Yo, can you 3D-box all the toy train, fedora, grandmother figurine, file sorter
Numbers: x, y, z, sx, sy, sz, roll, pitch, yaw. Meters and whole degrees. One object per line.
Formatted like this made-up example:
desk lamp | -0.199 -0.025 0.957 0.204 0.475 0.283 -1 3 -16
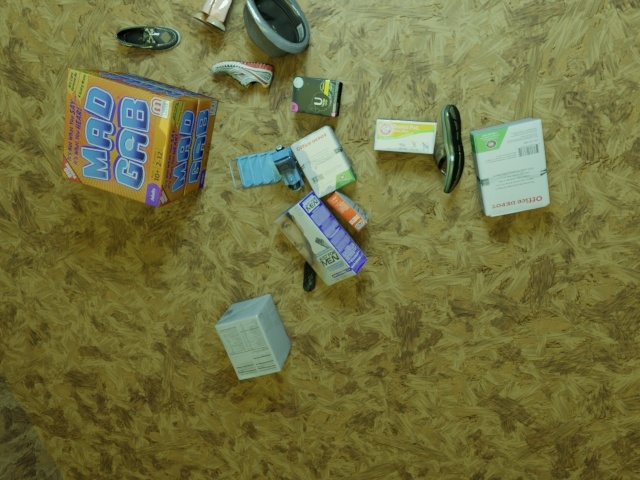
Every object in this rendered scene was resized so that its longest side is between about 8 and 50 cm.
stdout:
toy train | -0.117 -0.261 1.580 0.080 0.105 0.184 -18 130 8
fedora | -0.166 -0.723 1.423 0.275 0.244 0.124 46 139 -19
grandmother figurine | -0.301 -0.882 1.415 0.207 0.104 0.343 28 104 19
file sorter | -0.242 -0.264 1.625 0.170 0.104 0.118 -8 107 12

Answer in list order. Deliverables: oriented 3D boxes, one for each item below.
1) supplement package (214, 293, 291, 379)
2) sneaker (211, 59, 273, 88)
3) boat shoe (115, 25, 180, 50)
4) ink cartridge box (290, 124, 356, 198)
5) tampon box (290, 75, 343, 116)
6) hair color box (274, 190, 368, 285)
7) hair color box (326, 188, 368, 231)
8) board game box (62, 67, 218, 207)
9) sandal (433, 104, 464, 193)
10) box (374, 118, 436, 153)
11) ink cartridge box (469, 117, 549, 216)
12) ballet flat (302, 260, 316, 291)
supplement package | -0.274 0.401 1.799 0.198 0.199 0.263 -16 105 15
sneaker | -0.283 -0.592 1.532 0.225 0.088 0.093 8 111 7
boat shoe | -0.625 -0.733 1.553 0.227 0.069 0.081 2 109 9
ink cartridge box | 0.014 -0.290 1.577 0.160 0.092 0.219 -24 103 17
tampon box | -0.013 -0.505 1.506 0.160 0.101 0.121 9 109 7
hair color box | 0.000 0.000 1.631 0.339 0.110 0.185 51 140 -7
hair color box | 0.105 -0.119 1.619 0.167 0.093 0.053 43 111 -5
board game box | -0.623 -0.371 1.522 0.356 0.356 0.356 17 111 4
sandal | 0.442 -0.317 1.500 0.086 0.120 0.303 4 109 38
box | 0.292 -0.366 1.494 0.203 0.114 0.103 6 109 9
ink cartridge box | 0.642 -0.249 1.467 0.211 0.121 0.289 -10 106 13
ballet flat | -0.037 0.127 1.759 0.057 0.049 0.173 22 108 32
